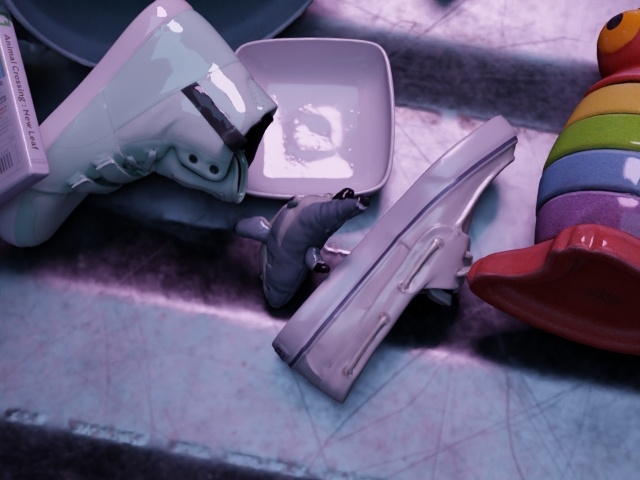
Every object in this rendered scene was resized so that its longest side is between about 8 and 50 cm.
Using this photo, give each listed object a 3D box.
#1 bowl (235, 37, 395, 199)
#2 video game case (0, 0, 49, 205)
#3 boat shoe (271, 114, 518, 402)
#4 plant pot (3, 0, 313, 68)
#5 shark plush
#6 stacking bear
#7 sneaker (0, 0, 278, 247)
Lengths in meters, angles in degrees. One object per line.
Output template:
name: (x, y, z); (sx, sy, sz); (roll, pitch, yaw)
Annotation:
bowl: (-0.008, -0.098, 1.035); (0.142, 0.053, 0.142); (0, 76, 2)
video game case: (-0.315, -0.101, 0.999); (0.212, 0.023, 0.193); (-26, 74, 35)
boat shoe: (0.079, 0.017, 0.985); (0.088, 0.096, 0.267); (43, 82, 7)
plant pot: (-0.140, -0.309, 0.997); (0.293, 0.293, 0.196); (-21, 50, -3)
shark plush: (0.000, 0.000, 0.971); (0.073, 0.161, 0.067); (9, 64, -41)
stacking bear: (0.257, -0.070, 0.972); (0.164, 0.175, 0.289); (29, 67, -19)
sneaker: (-0.147, -0.055, 0.980); (0.151, 0.094, 0.256); (44, 108, 6)
